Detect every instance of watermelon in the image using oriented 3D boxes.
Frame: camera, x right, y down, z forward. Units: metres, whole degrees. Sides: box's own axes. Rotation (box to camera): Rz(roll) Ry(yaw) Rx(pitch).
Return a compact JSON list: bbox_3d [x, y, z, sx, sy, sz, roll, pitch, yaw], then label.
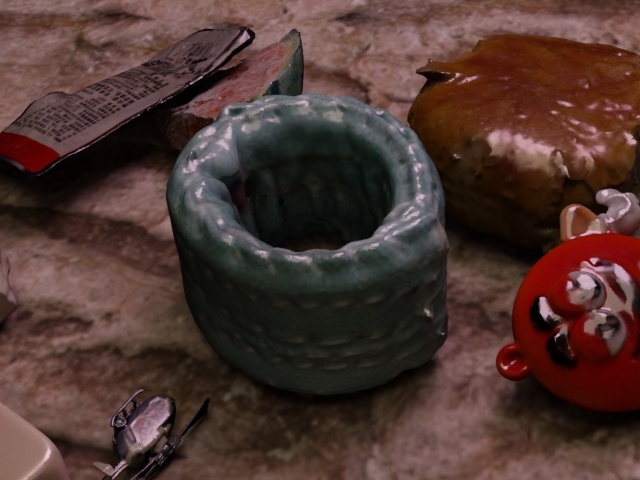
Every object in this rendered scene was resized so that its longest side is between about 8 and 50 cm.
[{"bbox_3d":[-0.077,-0.113,1.196,0.139,0.071,0.187,-7,29,25],"label":"watermelon"}]

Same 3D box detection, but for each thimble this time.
[{"bbox_3d":[0.000,0.000,1.008,0.235,0.143,0.198,32,56,31],"label":"thimble"}]

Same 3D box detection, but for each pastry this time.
[{"bbox_3d":[0.182,-0.080,1.098,0.218,0.100,0.229,-3,39,-2],"label":"pastry"}]

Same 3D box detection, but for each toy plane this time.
[{"bbox_3d":[-0.128,0.145,0.954,0.049,0.031,0.121,27,50,19],"label":"toy plane"}]

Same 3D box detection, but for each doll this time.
[{"bbox_3d":[0.224,0.044,0.967,0.217,0.085,0.183,-10,63,-11],"label":"doll"}]

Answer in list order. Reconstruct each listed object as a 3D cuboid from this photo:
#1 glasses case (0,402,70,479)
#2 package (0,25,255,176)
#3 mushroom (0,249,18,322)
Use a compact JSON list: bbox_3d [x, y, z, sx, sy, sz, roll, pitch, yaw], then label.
[{"bbox_3d":[-0.319,0.228,0.857,0.144,0.076,0.336,28,54,32],"label":"glasses case"},{"bbox_3d":[-0.183,-0.129,1.210,0.239,0.030,0.154,-32,24,-23],"label":"package"},{"bbox_3d":[-0.348,-0.050,1.114,0.154,0.137,0.407,-21,50,4],"label":"mushroom"}]
